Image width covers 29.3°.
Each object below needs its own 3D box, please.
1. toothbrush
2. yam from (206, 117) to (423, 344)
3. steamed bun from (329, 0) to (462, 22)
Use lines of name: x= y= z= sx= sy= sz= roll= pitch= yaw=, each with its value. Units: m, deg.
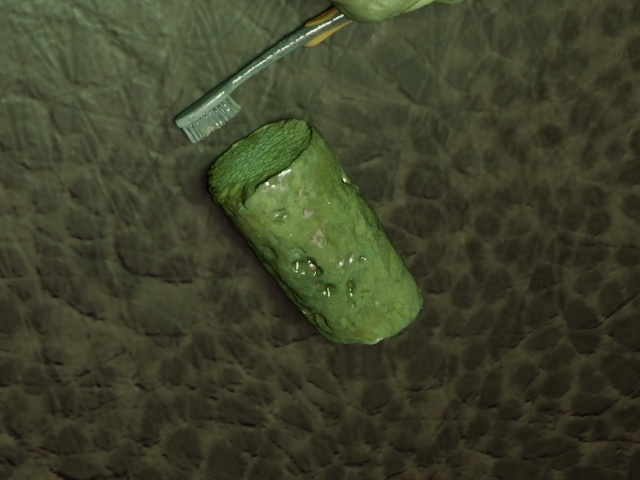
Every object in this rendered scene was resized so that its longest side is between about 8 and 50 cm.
toothbrush: x=0.017 y=-0.182 z=1.006 sx=0.321 sy=0.023 sz=0.031 roll=-36 pitch=123 yaw=1
yam: x=0.000 y=0.000 z=1.026 sx=0.107 sy=0.107 sz=0.194 roll=-36 pitch=117 yaw=0
steamed bun: x=0.078 y=-0.239 z=0.908 sx=0.211 sy=0.218 sz=0.144 roll=-25 pitch=120 yaw=24
